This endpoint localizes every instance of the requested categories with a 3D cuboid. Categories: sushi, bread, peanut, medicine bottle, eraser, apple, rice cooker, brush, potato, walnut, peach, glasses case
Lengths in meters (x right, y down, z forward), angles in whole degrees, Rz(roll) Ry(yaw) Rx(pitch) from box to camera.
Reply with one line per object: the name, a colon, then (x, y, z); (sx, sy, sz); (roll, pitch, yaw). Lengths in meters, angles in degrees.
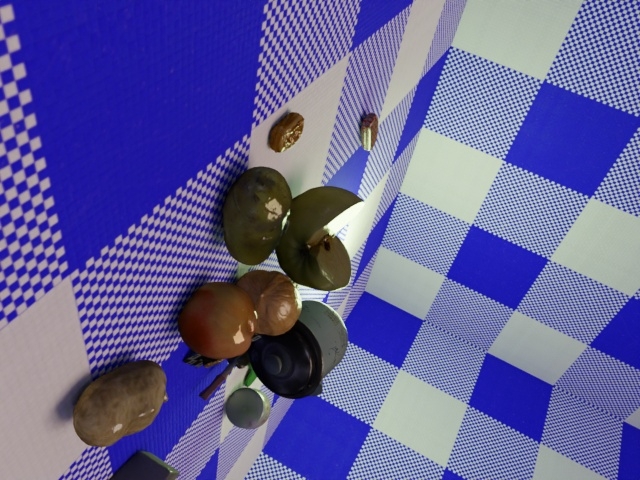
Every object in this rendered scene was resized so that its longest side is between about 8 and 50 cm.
sushi: (-0.255, 0.303, 1.471); (0.201, 0.031, 0.139); (-26, 160, -1)
bread: (-0.079, -0.252, 1.302); (0.110, 0.044, 0.083); (-51, 166, -38)
peanut: (-0.374, 0.308, 1.047); (0.224, 0.129, 0.129); (-28, 142, -65)
medicine bottle: (-0.262, 0.615, 2.034); (0.147, 0.148, 0.143); (-60, 165, -14)
eraser: (-0.476, 0.632, 1.312); (0.352, 0.112, 0.077); (-45, 159, -56)
apple: (-0.017, -0.010, 1.575); (0.258, 0.234, 0.294); (-30, 130, -57)
rice cooker: (-0.070, 0.331, 1.706); (0.265, 0.316, 0.317); (-20, -168, 30)
brush: (-0.272, 0.381, 1.697); (0.301, 0.084, 0.071); (-43, 157, -52)
potato: (-0.139, -0.051, 1.230); (0.169, 0.144, 0.248); (-34, 150, -45)
walnut: (-0.146, 0.170, 1.515); (0.193, 0.193, 0.225); (-62, 177, -9)
peach: (-0.230, 0.185, 1.271); (0.184, 0.184, 0.184); (-58, 166, -24)
glasses case: (0.173, -0.394, 1.996); (0.073, 0.049, 0.194); (-62, 167, -15)

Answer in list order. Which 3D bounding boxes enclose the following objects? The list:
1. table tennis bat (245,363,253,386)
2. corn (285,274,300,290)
table tennis bat: (-0.244, 0.479, 2.101); (0.160, 0.039, 0.257); (-59, 172, -17)
corn: (-0.141, 0.176, 1.819); (0.211, 0.087, 0.087); (-31, 145, -61)
